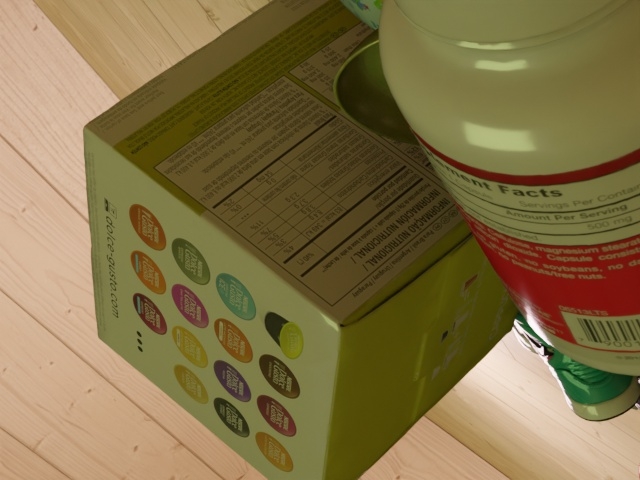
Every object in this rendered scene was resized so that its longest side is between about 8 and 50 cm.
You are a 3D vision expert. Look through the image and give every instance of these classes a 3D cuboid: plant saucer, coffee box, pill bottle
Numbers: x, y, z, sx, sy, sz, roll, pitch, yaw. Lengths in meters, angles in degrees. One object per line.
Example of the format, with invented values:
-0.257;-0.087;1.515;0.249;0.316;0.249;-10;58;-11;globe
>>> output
0.130;-0.138;1.148;0.241;0.037;0.241;0;160;0;plant saucer
0.000;0.000;1.425;0.334;0.338;0.338;37;146;23;coffee box
0.175;-0.097;0.899;0.229;0.229;0.408;34;168;38;pill bottle

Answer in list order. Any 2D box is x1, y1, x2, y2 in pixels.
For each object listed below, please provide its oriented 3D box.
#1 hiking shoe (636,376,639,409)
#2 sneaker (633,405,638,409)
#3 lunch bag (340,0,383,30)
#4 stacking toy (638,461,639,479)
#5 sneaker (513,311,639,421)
0.405;0.141;1.595;0.114;0.086;0.227;57;163;-8;hiking shoe
0.430;0.209;1.882;0.069;0.038;0.098;33;168;46;sneaker
0.069;-0.224;1.166;0.129;0.096;0.151;40;-179;12;lunch bag
0.550;0.373;1.900;0.141;0.141;0.330;47;174;-30;stacking toy
0.268;0.066;1.639;0.295;0.123;0.178;-118;3;-63;sneaker
